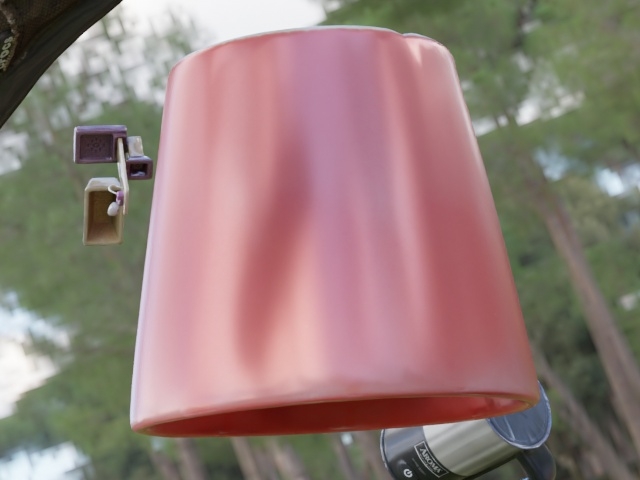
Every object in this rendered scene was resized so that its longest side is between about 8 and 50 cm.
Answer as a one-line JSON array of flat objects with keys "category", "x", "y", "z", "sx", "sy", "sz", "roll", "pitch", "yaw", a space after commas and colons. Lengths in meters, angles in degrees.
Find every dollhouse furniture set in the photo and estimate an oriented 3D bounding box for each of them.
[{"category": "dollhouse furniture set", "x": -0.147, "y": -0.022, "z": 1.497, "sx": 0.091, "sy": 0.081, "sz": 0.114, "roll": -2, "pitch": -45, "yaw": -11}]

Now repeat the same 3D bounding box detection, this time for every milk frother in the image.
[{"category": "milk frother", "x": 0.150, "y": 0.158, "z": 1.673, "sx": 0.134, "sy": 0.129, "sz": 0.143, "roll": -33, "pitch": 23, "yaw": 43}]

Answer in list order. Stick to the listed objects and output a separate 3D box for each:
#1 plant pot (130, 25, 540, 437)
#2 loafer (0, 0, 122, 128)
[{"category": "plant pot", "x": 0.000, "y": 0.000, "z": 1.263, "sx": 0.275, "sy": 0.243, "sz": 0.275, "roll": -4, "pitch": -10, "yaw": -1}, {"category": "loafer", "x": -0.174, "y": -0.149, "z": 0.931, "sx": 0.366, "sy": 0.134, "sz": 0.130, "roll": -54, "pitch": -27, "yaw": 15}]
